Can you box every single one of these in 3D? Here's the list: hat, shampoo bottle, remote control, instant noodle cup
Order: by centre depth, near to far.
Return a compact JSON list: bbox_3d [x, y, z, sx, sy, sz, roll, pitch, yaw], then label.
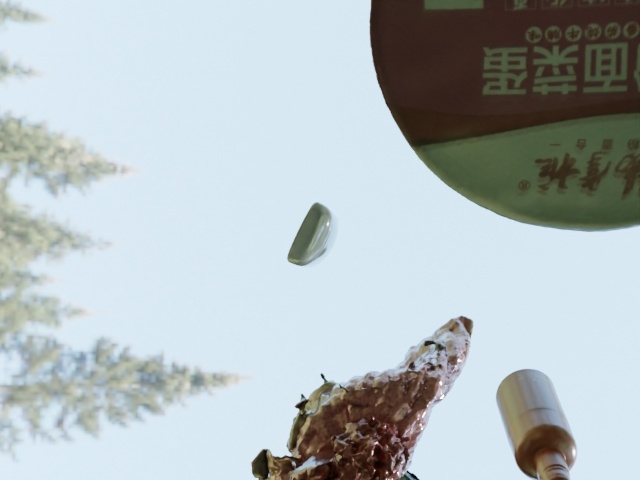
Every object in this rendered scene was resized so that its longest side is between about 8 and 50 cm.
[{"bbox_3d":[0.149,-0.146,0.684,0.235,0.234,0.178,-53,-168,27],"label":"instant noodle cup"},{"bbox_3d":[0.000,0.000,0.963,0.027,0.184,0.050,28,-90,4],"label":"remote control"},{"bbox_3d":[0.029,0.158,1.025,0.107,0.286,0.237,45,-79,2],"label":"hat"},{"bbox_3d":[0.273,0.248,1.517,0.085,0.085,0.244,-61,-170,20],"label":"shampoo bottle"}]

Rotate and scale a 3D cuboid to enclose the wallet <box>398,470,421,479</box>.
[{"bbox_3d":[0.109,0.448,1.597,0.342,0.075,0.237,36,-80,32],"label":"wallet"}]
